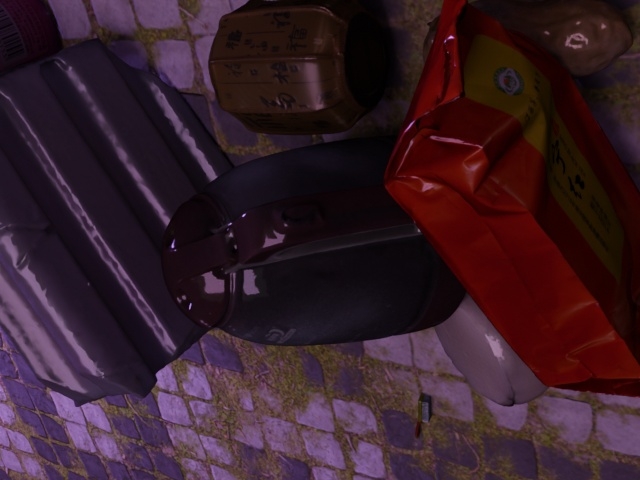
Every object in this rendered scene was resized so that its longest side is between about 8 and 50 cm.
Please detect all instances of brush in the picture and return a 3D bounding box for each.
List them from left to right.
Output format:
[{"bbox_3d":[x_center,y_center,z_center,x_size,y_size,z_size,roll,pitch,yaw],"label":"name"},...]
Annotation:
[{"bbox_3d":[0.150,0.261,1.248,0.021,0.019,0.083,13,125,16],"label":"brush"}]

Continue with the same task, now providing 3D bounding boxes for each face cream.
[{"bbox_3d":[-0.503,-0.272,1.220,0.175,0.195,0.175,19,129,26],"label":"face cream"}]

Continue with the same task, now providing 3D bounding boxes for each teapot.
[{"bbox_3d":[0.000,0.000,0.906,0.315,0.312,0.233,-27,75,58],"label":"teapot"}]

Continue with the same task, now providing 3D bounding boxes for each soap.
[{"bbox_3d":[-0.304,-0.031,1.162,0.213,0.350,0.435,-24,102,51],"label":"soap"}]

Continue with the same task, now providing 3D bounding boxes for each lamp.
[{"bbox_3d":[-0.026,-0.200,0.962,0.185,0.161,0.161,2,121,32],"label":"lamp"}]

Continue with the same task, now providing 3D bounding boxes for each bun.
[{"bbox_3d":[0.222,0.105,1.016,0.173,0.120,0.173,56,167,20],"label":"bun"}]

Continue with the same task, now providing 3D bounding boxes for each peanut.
[{"bbox_3d":[0.197,-0.196,0.847,0.214,0.099,0.099,8,124,26],"label":"peanut"}]

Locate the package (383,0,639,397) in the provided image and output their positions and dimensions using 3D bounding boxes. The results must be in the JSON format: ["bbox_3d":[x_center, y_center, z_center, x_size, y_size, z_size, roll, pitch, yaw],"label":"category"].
[{"bbox_3d":[0.203,-0.036,0.810,0.123,0.196,0.423,-14,130,40],"label":"package"}]
